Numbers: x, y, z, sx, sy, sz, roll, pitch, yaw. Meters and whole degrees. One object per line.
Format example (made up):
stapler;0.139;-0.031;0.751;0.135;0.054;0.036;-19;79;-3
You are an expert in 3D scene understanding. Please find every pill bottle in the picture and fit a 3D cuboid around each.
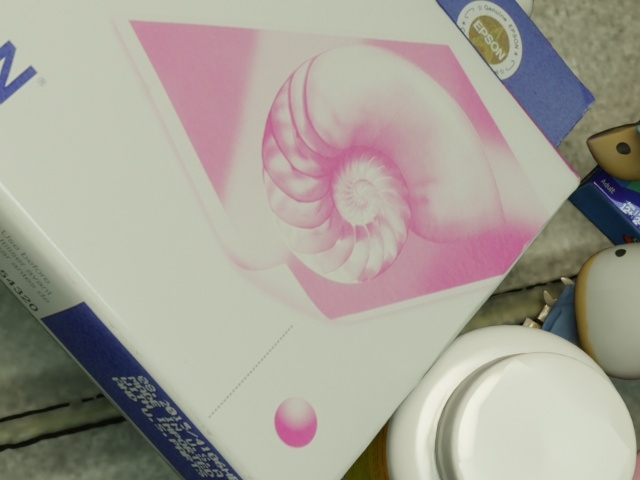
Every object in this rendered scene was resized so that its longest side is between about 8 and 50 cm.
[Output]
pill bottle;0.079;0.105;0.801;0.117;0.215;0.117;2;81;-9

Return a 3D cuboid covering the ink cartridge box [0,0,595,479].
ink cartridge box;-0.030;-0.095;0.737;0.324;0.071;0.330;49;59;-13

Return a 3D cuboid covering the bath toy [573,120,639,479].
bath toy;0.220;0.106;0.839;0.151;0.129;0.348;-10;93;1

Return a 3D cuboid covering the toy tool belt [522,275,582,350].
toy tool belt;0.140;0.046;0.905;0.051;0.052;0.083;30;77;-13

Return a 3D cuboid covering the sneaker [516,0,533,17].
sneaker;-0.001;-0.163;0.897;0.236;0.095;0.104;37;85;-4

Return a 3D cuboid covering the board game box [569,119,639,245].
board game box;0.272;-0.045;0.944;0.160;0.047;0.210;44;76;-1
